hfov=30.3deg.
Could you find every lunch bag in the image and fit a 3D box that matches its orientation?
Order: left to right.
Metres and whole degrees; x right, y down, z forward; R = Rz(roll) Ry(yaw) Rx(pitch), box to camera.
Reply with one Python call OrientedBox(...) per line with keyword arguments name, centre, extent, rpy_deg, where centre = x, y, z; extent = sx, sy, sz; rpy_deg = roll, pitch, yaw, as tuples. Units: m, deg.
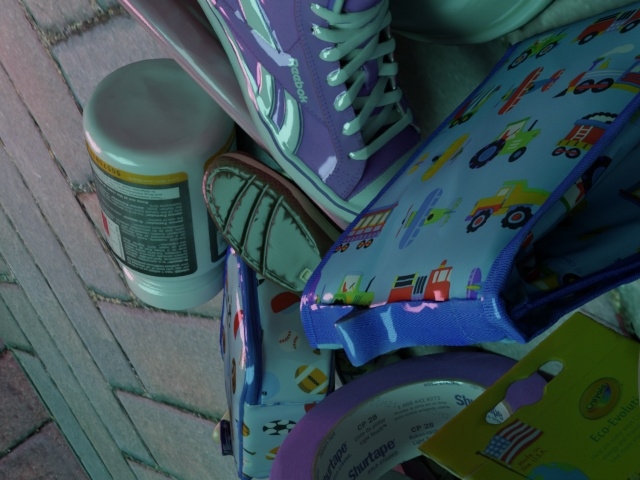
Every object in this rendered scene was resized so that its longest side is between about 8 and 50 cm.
OrientedBox(name="lunch bag", centre=(-0.055, 0.118, 1.316), extent=(0.303, 0.115, 0.243), rpy_deg=(102, 161, -55))
OrientedBox(name="lunch bag", centre=(0.121, -0.022, 0.717), extent=(0.138, 0.293, 0.221), rpy_deg=(61, 154, -12))

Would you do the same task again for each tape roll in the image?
OrientedBox(name="tape roll", centre=(0.095, 0.219, 1.074), extent=(0.275, 0.275, 0.090), rpy_deg=(19, 137, 51))

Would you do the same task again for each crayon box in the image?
OrientedBox(name="crayon box", centre=(0.253, 0.197, 0.868), extent=(0.318, 0.202, 0.081), rpy_deg=(33, 147, 40))

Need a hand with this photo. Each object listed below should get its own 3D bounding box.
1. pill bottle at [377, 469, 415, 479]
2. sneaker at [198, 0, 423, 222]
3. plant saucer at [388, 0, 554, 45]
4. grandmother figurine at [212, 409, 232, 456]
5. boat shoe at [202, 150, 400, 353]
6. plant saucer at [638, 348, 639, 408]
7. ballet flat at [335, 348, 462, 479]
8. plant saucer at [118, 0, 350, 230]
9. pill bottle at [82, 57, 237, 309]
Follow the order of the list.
OrientedBox(name="pill bottle", centre=(-0.011, 0.380, 1.359), extent=(0.210, 0.210, 0.363), rpy_deg=(55, 151, -1))
OrientedBox(name="sneaker", centre=(0.015, -0.125, 0.788), extent=(0.282, 0.102, 0.161), rpy_deg=(55, 153, -19))
OrientedBox(name="plant saucer", centre=(0.007, -0.298, 0.805), extent=(0.400, 0.100, 0.400), rpy_deg=(41, 152, 28))
OrientedBox(name="grandmother figurine", centre=(0.000, 0.344, 1.606), extent=(0.342, 0.104, 0.208), rpy_deg=(34, 175, 31))
OrientedBox(name="boat shoe", centre=(-0.005, 0.005, 1.172), extent=(0.257, 0.095, 0.095), rpy_deg=(44, 120, 0))
OrientedBox(name="plant saucer", centre=(0.321, 0.103, 0.711), extent=(0.278, 0.041, 0.278), rpy_deg=(12, 107, 45))
OrientedBox(name="ballet flat", centre=(0.096, 0.187, 1.284), extent=(0.079, 0.077, 0.221), rpy_deg=(-9, 119, 42))
OrientedBox(name="plant saucer", centre=(-0.063, -0.150, 1.003), extent=(0.332, 0.084, 0.332), rpy_deg=(45, -179, -1))
OrientedBox(name="pill bottle", centre=(-0.171, -0.054, 1.329), extent=(0.162, 0.162, 0.278), rpy_deg=(41, 151, 27))
